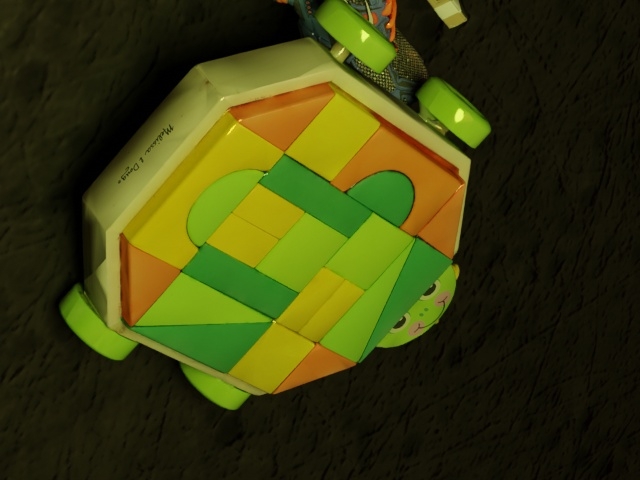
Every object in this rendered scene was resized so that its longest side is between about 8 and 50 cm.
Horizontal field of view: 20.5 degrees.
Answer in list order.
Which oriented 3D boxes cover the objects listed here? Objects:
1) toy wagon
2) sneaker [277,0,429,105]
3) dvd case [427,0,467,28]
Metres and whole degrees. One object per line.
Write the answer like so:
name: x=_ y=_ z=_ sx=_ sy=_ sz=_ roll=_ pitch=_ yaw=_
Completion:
toy wagon: x=0.000 y=0.000 z=1.176 sx=0.267 sy=0.068 sz=0.344 roll=-48 pitch=138 yaw=10
sneaker: x=0.021 y=-0.162 z=1.147 sx=0.087 sy=0.083 sz=0.221 roll=-24 pitch=139 yaw=17
dvd case: x=0.020 y=-0.251 z=1.090 sx=0.018 sy=0.164 sz=0.221 roll=-27 pitch=138 yaw=18
